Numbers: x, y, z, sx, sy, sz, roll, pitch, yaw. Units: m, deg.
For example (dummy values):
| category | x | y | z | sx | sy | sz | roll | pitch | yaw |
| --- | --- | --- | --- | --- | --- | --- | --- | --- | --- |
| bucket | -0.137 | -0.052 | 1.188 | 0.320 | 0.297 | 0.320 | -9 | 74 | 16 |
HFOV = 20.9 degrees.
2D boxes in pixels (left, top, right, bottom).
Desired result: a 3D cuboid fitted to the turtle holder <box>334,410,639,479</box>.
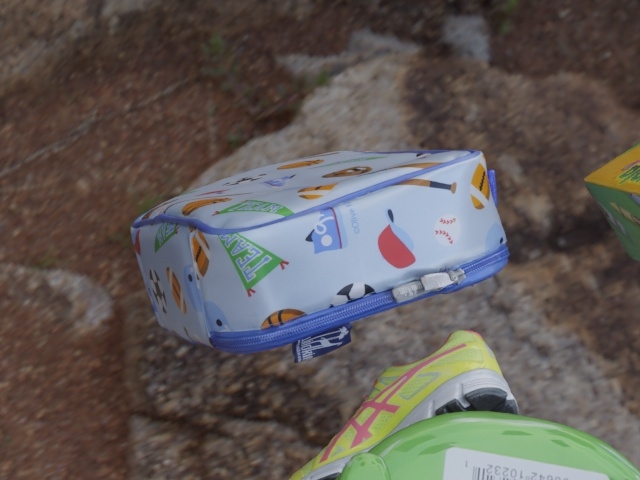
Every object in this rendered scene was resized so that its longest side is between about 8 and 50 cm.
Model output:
| category | x | y | z | sx | sy | sz | roll | pitch | yaw |
| --- | --- | --- | --- | --- | --- | --- | --- | --- | --- |
| turtle holder | 0.089 | 0.257 | 0.898 | 0.243 | 0.227 | 0.320 | -18 | 76 | -17 |

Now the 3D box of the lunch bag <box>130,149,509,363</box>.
| category | x | y | z | sx | sy | sz | roll | pitch | yaw |
| --- | --- | --- | --- | --- | --- | --- | --- | --- | --- |
| lunch bag | 0.000 | 0.000 | 1.301 | 0.243 | 0.303 | 0.115 | -17 | 100 | -19 |

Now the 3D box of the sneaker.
| category | x | y | z | sx | sy | sz | roll | pitch | yaw |
| --- | --- | --- | --- | --- | --- | --- | --- | --- | --- |
| sneaker | 0.054 | 0.138 | 1.243 | 0.081 | 0.208 | 0.094 | 38 | 29 | -32 |

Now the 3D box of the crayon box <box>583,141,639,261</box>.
| category | x | y | z | sx | sy | sz | roll | pitch | yaw |
| --- | --- | --- | --- | --- | --- | --- | --- | --- | --- |
| crayon box | 0.315 | -0.048 | 1.291 | 0.165 | 0.278 | 0.081 | -33 | 98 | -2 |
